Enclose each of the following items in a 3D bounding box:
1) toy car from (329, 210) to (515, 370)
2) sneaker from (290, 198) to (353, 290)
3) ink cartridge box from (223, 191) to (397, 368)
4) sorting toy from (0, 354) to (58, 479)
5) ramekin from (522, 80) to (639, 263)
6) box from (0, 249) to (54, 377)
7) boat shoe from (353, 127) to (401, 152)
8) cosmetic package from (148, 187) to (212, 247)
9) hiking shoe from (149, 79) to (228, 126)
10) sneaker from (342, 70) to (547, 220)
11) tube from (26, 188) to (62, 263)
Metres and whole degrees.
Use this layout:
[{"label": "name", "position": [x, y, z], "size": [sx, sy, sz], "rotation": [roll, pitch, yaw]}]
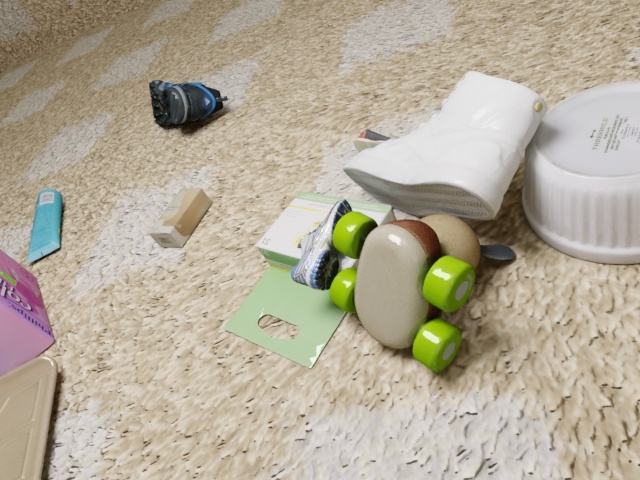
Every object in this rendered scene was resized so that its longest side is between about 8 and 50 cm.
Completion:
[{"label": "toy car", "position": [0.131, 0.029, 0.577], "size": [0.189, 0.148, 0.155], "rotation": [-23, 38, -36]}, {"label": "sneaker", "position": [0.000, 0.000, 0.631], "size": [0.058, 0.052, 0.135], "rotation": [0, 50, 35]}, {"label": "ink cartridge box", "position": [-0.020, 0.038, 0.684], "size": [0.171, 0.056, 0.235], "rotation": [14, 55, 39]}, {"label": "sorting toy", "position": [-0.507, 0.323, 0.698], "size": [0.307, 0.041, 0.229], "rotation": [-28, 45, 3]}, {"label": "ramekin", "position": [0.332, -0.086, 0.558], "size": [0.207, 0.109, 0.207], "rotation": [-16, 42, 15]}, {"label": "box", "position": [-0.595, 0.090, 0.846], "size": [0.117, 0.213, 0.243], "rotation": [-41, 41, -11]}, {"label": "boat shoe", "position": [0.110, -0.155, 0.809], "size": [0.043, 0.049, 0.137], "rotation": [-41, 37, -16]}, {"label": "cosmetic package", "position": [-0.256, -0.043, 0.913], "size": [0.060, 0.041, 0.115], "rotation": [0, 49, 31]}, {"label": "hiking shoe", "position": [-0.341, -0.341, 1.245], "size": [0.132, 0.113, 0.304], "rotation": [-13, 26, -27]}, {"label": "sneaker", "position": [0.154, -0.124, 0.648], "size": [0.169, 0.108, 0.293], "rotation": [-58, 29, -7]}, {"label": "tube", "position": [-0.616, -0.037, 1.120], "size": [0.080, 0.052, 0.207], "rotation": [-31, 45, 7]}]
